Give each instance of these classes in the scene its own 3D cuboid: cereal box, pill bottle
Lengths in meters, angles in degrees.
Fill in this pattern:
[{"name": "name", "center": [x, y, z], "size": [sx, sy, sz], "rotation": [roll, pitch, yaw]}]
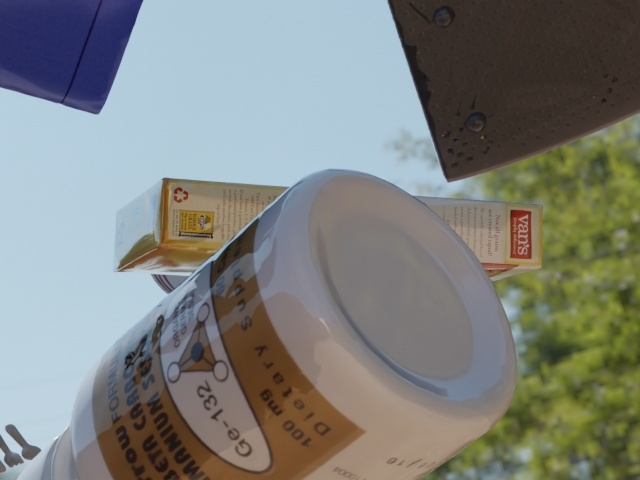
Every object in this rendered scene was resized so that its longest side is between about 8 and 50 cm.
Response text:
[{"name": "cereal box", "center": [0.000, 0.000, 1.139], "size": [0.240, 0.047, 0.173], "rotation": [4, -8, -15]}, {"name": "pill bottle", "center": [-0.035, 0.082, 0.794], "size": [0.131, 0.131, 0.229], "rotation": [7, -38, -46]}]

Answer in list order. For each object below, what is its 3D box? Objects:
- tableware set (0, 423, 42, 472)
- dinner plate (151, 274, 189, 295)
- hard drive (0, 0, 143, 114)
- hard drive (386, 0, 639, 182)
[{"name": "tableware set", "center": [-0.215, 0.162, 1.154], "size": [0.104, 0.154, 0.024], "rotation": [-18, -55, -26]}, {"name": "dinner plate", "center": [-0.119, 0.031, 1.931], "size": [0.141, 0.141, 0.017], "rotation": [-5, -45, -25]}, {"name": "hard drive", "center": [-0.249, -0.219, 1.133], "size": [0.319, 0.210, 0.040], "rotation": [14, 13, -33]}, {"name": "hard drive", "center": [0.176, -0.161, 1.261], "size": [0.255, 0.172, 0.054], "rotation": [-24, 26, -7]}]
